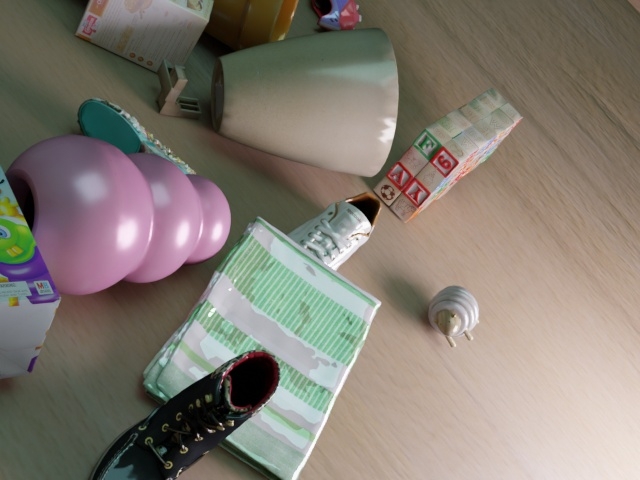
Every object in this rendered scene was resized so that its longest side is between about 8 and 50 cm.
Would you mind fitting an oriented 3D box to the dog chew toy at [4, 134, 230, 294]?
[{"bbox_3d":[-0.258,-0.032,1.300,0.331,0.206,0.207,1,53,-46],"label":"dog chew toy"}]

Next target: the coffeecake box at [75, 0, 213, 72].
[{"bbox_3d":[-0.295,-0.373,1.619,0.185,0.142,0.068,23,42,-18],"label":"coffeecake box"}]

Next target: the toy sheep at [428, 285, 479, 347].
[{"bbox_3d":[0.222,0.119,1.604,0.091,0.091,0.132,37,26,-2],"label":"toy sheep"}]

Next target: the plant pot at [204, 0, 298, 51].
[{"bbox_3d":[-0.151,-0.439,1.765,0.187,0.205,0.205,20,41,1],"label":"plant pot"}]

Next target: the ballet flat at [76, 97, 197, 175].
[{"bbox_3d":[-0.269,-0.122,1.473,0.241,0.091,0.077,44,10,-1],"label":"ballet flat"}]

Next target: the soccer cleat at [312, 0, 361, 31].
[{"bbox_3d":[0.018,-0.537,2.059,0.095,0.083,0.248,6,53,-27],"label":"soccer cleat"}]

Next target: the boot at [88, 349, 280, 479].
[{"bbox_3d":[-0.158,0.220,1.129,0.236,0.178,0.085,-38,88,-36],"label":"boot"}]

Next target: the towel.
[{"bbox_3d":[-0.070,0.143,1.344,0.247,0.038,0.325,35,53,-6],"label":"towel"}]

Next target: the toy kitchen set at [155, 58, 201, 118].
[{"bbox_3d":[-0.228,-0.259,1.610,0.075,0.083,0.068,4,52,-34],"label":"toy kitchen set"}]

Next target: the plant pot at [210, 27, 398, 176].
[{"bbox_3d":[-0.041,-0.237,1.639,0.273,0.256,0.257,-1,52,-17],"label":"plant pot"}]

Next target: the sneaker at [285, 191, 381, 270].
[{"bbox_3d":[0.000,0.000,1.516,0.106,0.123,0.290,44,42,3],"label":"sneaker"}]

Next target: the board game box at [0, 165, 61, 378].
[{"bbox_3d":[-0.432,0.017,1.131,0.144,0.142,0.275,-4,48,-40],"label":"board game box"}]

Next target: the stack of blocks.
[{"bbox_3d":[0.244,-0.164,1.810,0.087,0.171,0.297,46,40,8],"label":"stack of blocks"}]
